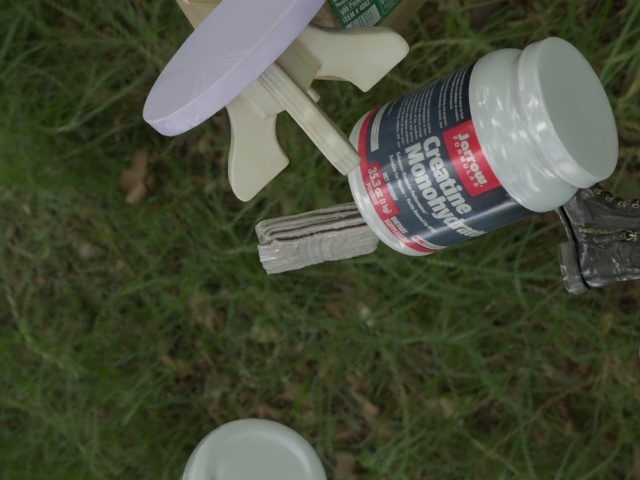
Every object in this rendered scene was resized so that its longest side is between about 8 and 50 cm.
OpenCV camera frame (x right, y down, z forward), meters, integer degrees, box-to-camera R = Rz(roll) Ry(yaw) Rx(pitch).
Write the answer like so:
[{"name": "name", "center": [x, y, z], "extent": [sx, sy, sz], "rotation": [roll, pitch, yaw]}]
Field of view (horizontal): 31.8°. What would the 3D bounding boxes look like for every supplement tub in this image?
[{"name": "supplement tub", "center": [0.183, -0.105, 1.303], "extent": [0.272, 0.191, 0.191], "rotation": [-22, 101, 38]}, {"name": "supplement tub", "center": [-0.069, 0.234, 0.926], "extent": [0.117, 0.117, 0.190], "rotation": [42, 146, 11]}]

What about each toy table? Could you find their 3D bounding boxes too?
[{"name": "toy table", "center": [-0.041, -0.179, 1.216], "extent": [0.274, 0.252, 0.161], "rotation": [-36, 122, 19]}]

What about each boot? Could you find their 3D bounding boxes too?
[{"name": "boot", "center": [0.452, -0.045, 1.601], "extent": [0.229, 0.091, 0.263], "rotation": [-12, 80, 30]}]

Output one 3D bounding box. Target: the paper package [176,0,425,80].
[{"name": "paper package", "center": [0.007, -0.378, 1.469], "extent": [0.309, 0.325, 0.168], "rotation": [12, 144, 47]}]

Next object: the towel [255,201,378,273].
[{"name": "towel", "center": [0.000, 0.000, 1.687], "extent": [0.282, 0.187, 0.049], "rotation": [80, 179, -80]}]
